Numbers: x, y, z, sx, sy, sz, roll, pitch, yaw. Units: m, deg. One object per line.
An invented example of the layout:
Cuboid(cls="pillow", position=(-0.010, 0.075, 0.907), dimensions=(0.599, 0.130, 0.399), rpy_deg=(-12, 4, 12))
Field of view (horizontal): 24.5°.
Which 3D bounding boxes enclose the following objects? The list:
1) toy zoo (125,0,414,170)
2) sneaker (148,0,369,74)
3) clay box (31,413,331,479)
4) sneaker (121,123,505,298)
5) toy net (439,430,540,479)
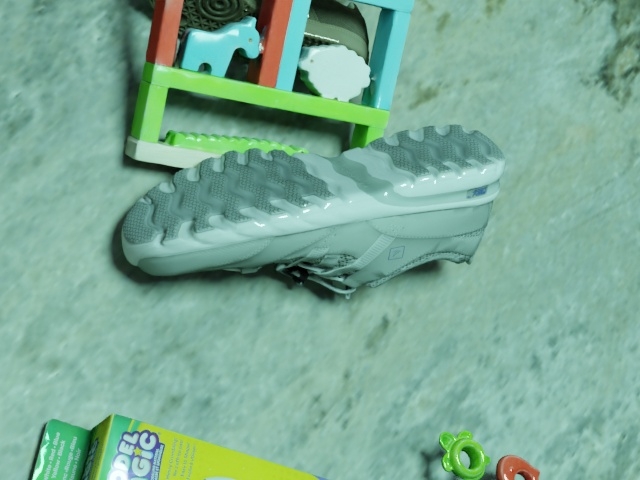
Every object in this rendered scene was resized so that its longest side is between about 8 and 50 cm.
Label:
Cuboid(cls="toy zoo", position=(-0.021, -0.188, 1.075), dimensions=(0.192, 0.030, 0.293), rpy_deg=(8, 98, -25))
Cuboid(cls="sneaker", position=(-0.049, -0.180, 1.133), dimensions=(0.188, 0.066, 0.071), rpy_deg=(22, 46, -25))
Cuboid(cls="clay box", position=(-0.084, 0.199, 0.967), dimensions=(0.222, 0.053, 0.127), rpy_deg=(20, 63, -20))
Cuboid(cls="sneaker", position=(0.000, 0.000, 1.056), dimensions=(0.281, 0.115, 0.105), rpy_deg=(-8, 32, -13))
Cuboid(cls="toy net", position=(0.158, 0.240, 1.085), dimensions=(0.232, 0.045, 0.122), rpy_deg=(34, 58, -14))
